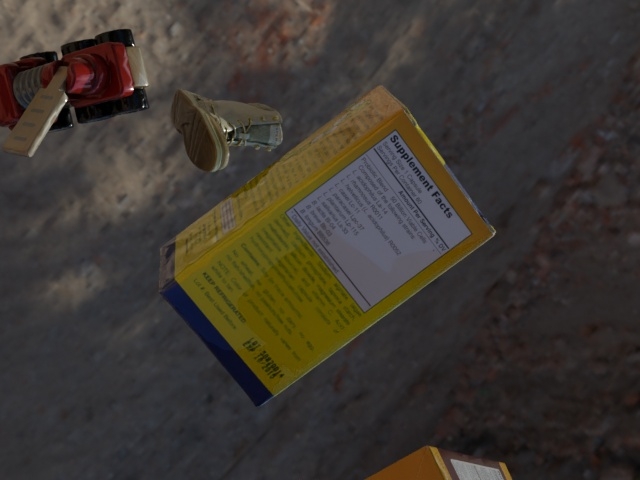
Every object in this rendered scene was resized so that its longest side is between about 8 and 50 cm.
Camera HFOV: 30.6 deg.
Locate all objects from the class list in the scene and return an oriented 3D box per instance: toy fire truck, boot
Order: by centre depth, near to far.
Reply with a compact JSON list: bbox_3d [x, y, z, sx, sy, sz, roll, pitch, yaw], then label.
[{"bbox_3d":[-0.383,-0.195,1.624,0.217,0.158,0.246,-9,-175,27],"label":"toy fire truck"},{"bbox_3d":[-0.133,-0.167,1.829,0.165,0.213,0.077,6,118,-27],"label":"boot"}]

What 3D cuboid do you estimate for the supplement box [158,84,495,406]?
[{"bbox_3d":[0.000,0.000,1.439,0.356,0.194,0.195,-36,-163,4],"label":"supplement box"}]

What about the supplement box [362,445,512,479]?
[{"bbox_3d":[0.084,0.297,1.076,0.191,0.129,0.194,-33,152,18],"label":"supplement box"}]
